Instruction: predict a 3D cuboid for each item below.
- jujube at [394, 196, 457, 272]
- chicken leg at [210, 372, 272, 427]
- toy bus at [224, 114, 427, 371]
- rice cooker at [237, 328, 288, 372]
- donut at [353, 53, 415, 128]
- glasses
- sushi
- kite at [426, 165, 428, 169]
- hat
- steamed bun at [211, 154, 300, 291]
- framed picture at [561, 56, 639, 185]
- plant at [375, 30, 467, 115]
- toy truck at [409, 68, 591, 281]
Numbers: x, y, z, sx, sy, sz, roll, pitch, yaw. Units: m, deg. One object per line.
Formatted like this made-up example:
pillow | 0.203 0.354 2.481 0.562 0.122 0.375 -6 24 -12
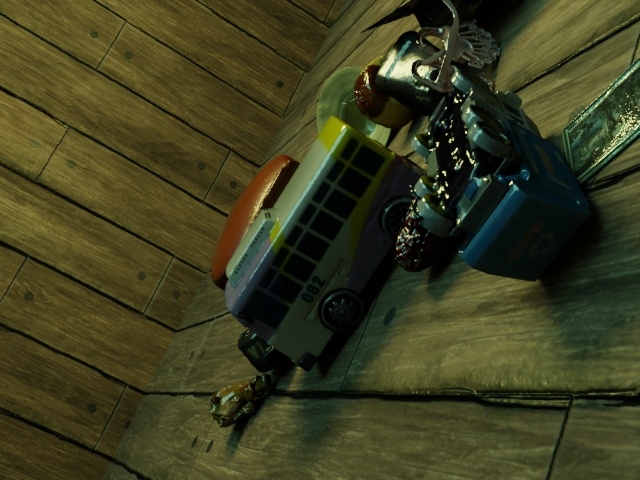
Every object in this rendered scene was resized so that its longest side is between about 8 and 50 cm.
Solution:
jujube | 0.179 -0.025 1.202 0.166 0.104 0.104 -62 14 14
chicken leg | -0.183 0.358 1.682 0.101 0.085 0.207 -10 -22 -49
toy bus | 0.000 0.000 1.430 0.440 0.249 0.209 -57 15 10
rice cooker | -0.120 0.227 1.651 0.112 0.106 0.165 -40 -1 -19
donut | 0.163 -0.353 1.730 0.184 0.166 0.073 -53 -4 -32
glasses | 0.267 -0.362 1.409 0.095 0.162 0.255 116 171 -52
sushi | 0.286 -0.504 1.629 0.296 0.100 0.373 -26 9 31
kite | 0.252 -0.159 1.320 0.183 0.014 0.241 -31 25 42
hat | 0.113 -0.314 1.905 0.110 0.252 0.252 -14 -26 -47
steamed bun | -0.122 -0.008 1.871 0.248 0.235 0.379 -25 37 61
framed picture | 0.379 -0.162 0.960 0.183 0.011 0.142 -48 19 38
plant | 0.213 -0.347 1.580 0.142 0.164 0.256 -57 26 13
toy truck | 0.225 -0.093 0.998 0.146 0.175 0.367 -57 14 29
